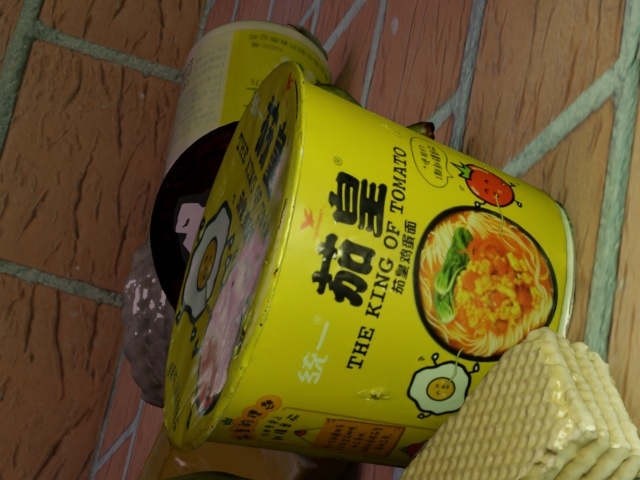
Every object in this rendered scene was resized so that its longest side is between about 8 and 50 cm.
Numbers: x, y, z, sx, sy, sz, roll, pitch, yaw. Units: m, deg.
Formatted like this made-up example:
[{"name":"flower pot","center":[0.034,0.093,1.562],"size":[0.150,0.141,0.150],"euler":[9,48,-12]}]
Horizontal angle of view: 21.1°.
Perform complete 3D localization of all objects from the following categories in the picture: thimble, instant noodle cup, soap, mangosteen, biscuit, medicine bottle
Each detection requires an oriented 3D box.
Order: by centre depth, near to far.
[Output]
[{"name":"biscuit","center":[0.064,0.256,1.224],"size":[0.426,0.078,0.144],"euler":[-52,22,21]},{"name":"instant noodle cup","center":[0.040,0.043,1.403],"size":[0.325,0.254,0.325],"euler":[-163,90,-75]},{"name":"mangosteen","center":[-0.010,0.011,1.677],"size":[0.300,0.300,0.300],"euler":[-163,90,-77]},{"name":"soap","center":[-0.099,0.267,1.860],"size":[0.199,0.091,0.315],"euler":[49,130,25]},{"name":"thimble","center":[-0.131,0.100,2.067],"size":[0.245,0.157,0.217],"euler":[51,-136,-63]},{"name":"medicine bottle","center":[-0.098,-0.105,2.293],"size":[0.213,0.214,0.378],"euler":[120,162,-44]}]

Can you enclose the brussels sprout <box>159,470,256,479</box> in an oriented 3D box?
[{"name":"brussels sprout","center":[-0.118,0.352,1.490],"size":[0.344,0.268,0.344],"euler":[-17,52,22]}]
